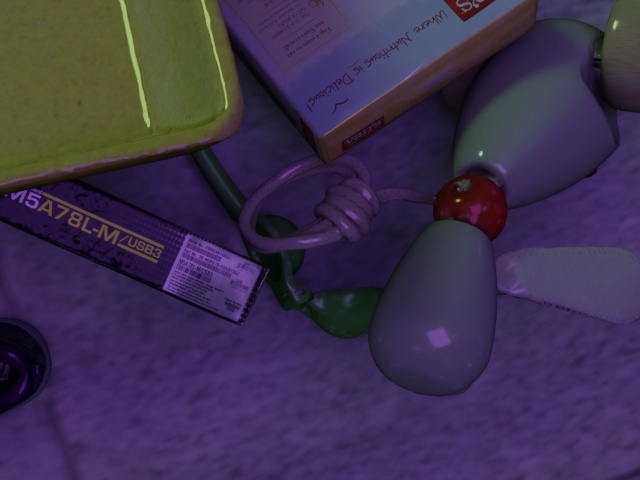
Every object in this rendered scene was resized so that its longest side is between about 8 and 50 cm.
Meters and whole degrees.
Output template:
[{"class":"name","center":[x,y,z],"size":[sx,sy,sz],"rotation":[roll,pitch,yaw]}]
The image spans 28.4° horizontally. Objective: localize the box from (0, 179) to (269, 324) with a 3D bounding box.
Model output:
[{"class":"box","center":[-0.136,-0.008,0.789],"size":[0.191,0.184,0.045],"rotation":[25,89,-10]}]

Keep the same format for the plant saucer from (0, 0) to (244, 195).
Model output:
[{"class":"plant saucer","center":[-0.229,-0.139,0.681],"size":[0.333,0.081,0.332],"rotation":[-13,62,-5]}]

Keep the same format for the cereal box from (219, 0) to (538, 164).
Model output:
[{"class":"cereal box","center":[0.003,-0.187,0.831],"size":[0.173,0.047,0.240],"rotation":[-34,70,-9]}]

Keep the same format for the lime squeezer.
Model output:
[{"class":"lime squeezer","center":[0.000,0.000,0.882],"size":[0.310,0.059,0.110],"rotation":[29,86,-10]}]

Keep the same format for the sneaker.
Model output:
[{"class":"sneaker","center":[-0.284,0.101,0.803],"size":[0.224,0.098,0.083],"rotation":[-19,95,-11]}]

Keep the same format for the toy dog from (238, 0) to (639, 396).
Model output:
[{"class":"toy dog","center":[0.128,-0.025,0.838],"size":[0.334,0.220,0.161],"rotation":[-44,135,-18]}]
